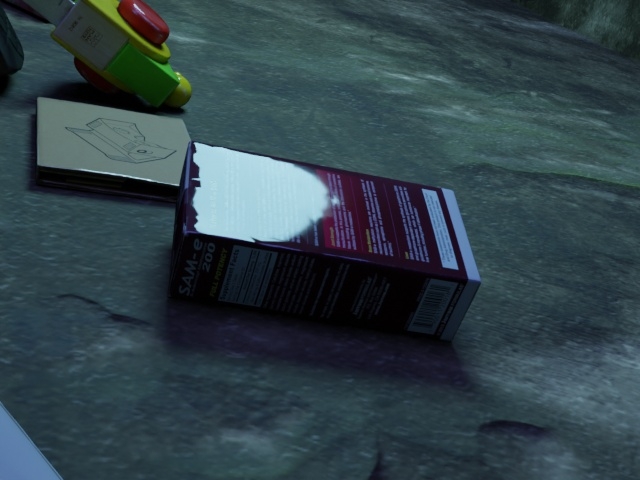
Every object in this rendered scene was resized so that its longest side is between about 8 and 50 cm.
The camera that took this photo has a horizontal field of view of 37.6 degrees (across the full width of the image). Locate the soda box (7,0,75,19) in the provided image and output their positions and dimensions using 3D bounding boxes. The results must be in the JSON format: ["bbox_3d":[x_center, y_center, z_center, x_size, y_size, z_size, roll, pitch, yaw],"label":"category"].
[{"bbox_3d":[-0.468,-0.420,1.444,0.263,0.092,0.083,28,25,27],"label":"soda box"}]

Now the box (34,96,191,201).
[{"bbox_3d":[-0.206,-0.094,0.960,0.165,0.021,0.201,7,24,-20],"label":"box"}]

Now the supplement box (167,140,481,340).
[{"bbox_3d":[0.000,0.000,0.780,0.240,0.073,0.130,11,37,-13],"label":"supplement box"}]

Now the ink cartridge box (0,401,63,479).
[{"bbox_3d":[-0.183,0.101,0.232,0.289,0.121,0.211,52,28,1],"label":"ink cartridge box"}]

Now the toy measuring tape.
[{"bbox_3d":[-0.283,-0.268,1.098,0.330,0.121,0.121,37,12,-28],"label":"toy measuring tape"}]

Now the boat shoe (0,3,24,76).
[{"bbox_3d":[-0.440,-0.268,1.116,0.120,0.122,0.324,-26,39,-10],"label":"boat shoe"}]
